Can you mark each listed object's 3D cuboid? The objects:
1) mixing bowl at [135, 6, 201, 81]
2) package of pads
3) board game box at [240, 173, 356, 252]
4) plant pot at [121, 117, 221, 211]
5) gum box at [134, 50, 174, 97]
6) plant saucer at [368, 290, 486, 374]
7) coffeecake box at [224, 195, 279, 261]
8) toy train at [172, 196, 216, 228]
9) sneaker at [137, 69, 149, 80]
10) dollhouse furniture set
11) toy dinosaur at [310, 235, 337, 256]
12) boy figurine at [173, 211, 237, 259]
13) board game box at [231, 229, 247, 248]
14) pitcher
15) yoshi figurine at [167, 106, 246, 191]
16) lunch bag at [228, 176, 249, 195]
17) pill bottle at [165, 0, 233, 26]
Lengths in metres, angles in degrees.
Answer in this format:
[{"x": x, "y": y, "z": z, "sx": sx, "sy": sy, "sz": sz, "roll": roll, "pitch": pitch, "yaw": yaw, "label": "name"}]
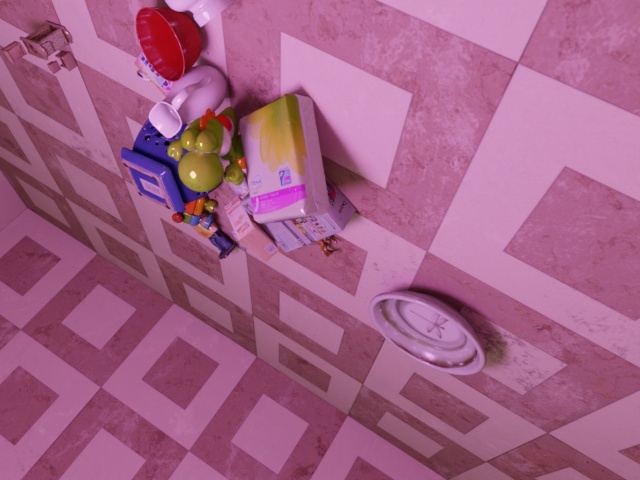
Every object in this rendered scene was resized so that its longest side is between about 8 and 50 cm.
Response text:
[{"x": -0.361, "y": -0.498, "z": 1.319, "sx": 0.181, "sy": 0.098, "sz": 0.181, "roll": 31, "pitch": 143, "yaw": 27, "label": "mixing bowl"}, {"x": -0.099, "y": -0.198, "z": 1.356, "sx": 0.229, "sy": 0.101, "sz": 0.296, "roll": -6, "pitch": 93, "yaw": 52, "label": "package of pads"}, {"x": -0.074, "y": -0.101, "z": 1.594, "sx": 0.224, "sy": 0.097, "sz": 0.303, "roll": 47, "pitch": 146, "yaw": -17, "label": "board game box"}, {"x": -0.496, "y": -0.242, "z": 1.752, "sx": 0.236, "sy": 0.212, "sz": 0.235, "roll": 25, "pitch": 148, "yaw": 21, "label": "plant pot"}, {"x": -0.420, "y": -0.461, "z": 1.497, "sx": 0.188, "sy": 0.062, "sz": 0.107, "roll": 47, "pitch": 151, "yaw": -19, "label": "gum box"}, {"x": 0.350, "y": 0.274, "z": 1.705, "sx": 0.401, "sy": 0.100, "sz": 0.400, "roll": 27, "pitch": 150, "yaw": 17, "label": "plant saucer"}, {"x": -0.224, "y": -0.039, "z": 1.727, "sx": 0.142, "sy": 0.068, "sz": 0.185, "roll": 44, "pitch": -171, "yaw": -44, "label": "coffeecake box"}, {"x": -0.454, "y": -0.153, "z": 1.991, "sx": 0.144, "sy": 0.105, "sz": 0.248, "roll": 22, "pitch": 129, "yaw": -7, "label": "toy train"}, {"x": -0.497, "y": -0.492, "z": 1.573, "sx": 0.109, "sy": 0.040, "sz": 0.043, "roll": 21, "pitch": 132, "yaw": 20, "label": "sneaker"}, {"x": -0.879, "y": -0.578, "z": 1.709, "sx": 0.101, "sy": 0.182, "sz": 0.160, "roll": 24, "pitch": 149, "yaw": 22, "label": "dollhouse furniture set"}, {"x": 0.000, "y": 0.000, "z": 1.746, "sx": 0.212, "sy": 0.064, "sz": 0.112, "roll": -25, "pitch": 97, "yaw": 49, "label": "toy dinosaur"}, {"x": -0.468, "y": -0.049, "z": 2.151, "sx": 0.285, "sy": 0.092, "sz": 0.177, "roll": 44, "pitch": 157, "yaw": -19, "label": "boy figurine"}, {"x": -0.299, "y": -0.001, "z": 2.105, "sx": 0.090, "sy": 0.020, "sz": 0.090, "roll": 16, "pitch": 146, "yaw": 34, "label": "board game box"}, {"x": -0.324, "y": -0.374, "z": 1.364, "sx": 0.125, "sy": 0.207, "sz": 0.178, "roll": 48, "pitch": 145, "yaw": -15, "label": "pitcher"}, {"x": -0.290, "y": -0.220, "z": 1.401, "sx": 0.202, "sy": 0.204, "sz": 0.362, "roll": 63, "pitch": -172, "yaw": -8, "label": "yoshi figurine"}, {"x": -0.263, "y": -0.186, "z": 1.751, "sx": 0.083, "sy": 0.053, "sz": 0.071, "roll": 14, "pitch": 143, "yaw": 53, "label": "lunch bag"}, {"x": -0.295, "y": -0.579, "z": 1.088, "sx": 0.146, "sy": 0.146, "sz": 0.264, "roll": -2, "pitch": 134, "yaw": 50, "label": "pill bottle"}]
